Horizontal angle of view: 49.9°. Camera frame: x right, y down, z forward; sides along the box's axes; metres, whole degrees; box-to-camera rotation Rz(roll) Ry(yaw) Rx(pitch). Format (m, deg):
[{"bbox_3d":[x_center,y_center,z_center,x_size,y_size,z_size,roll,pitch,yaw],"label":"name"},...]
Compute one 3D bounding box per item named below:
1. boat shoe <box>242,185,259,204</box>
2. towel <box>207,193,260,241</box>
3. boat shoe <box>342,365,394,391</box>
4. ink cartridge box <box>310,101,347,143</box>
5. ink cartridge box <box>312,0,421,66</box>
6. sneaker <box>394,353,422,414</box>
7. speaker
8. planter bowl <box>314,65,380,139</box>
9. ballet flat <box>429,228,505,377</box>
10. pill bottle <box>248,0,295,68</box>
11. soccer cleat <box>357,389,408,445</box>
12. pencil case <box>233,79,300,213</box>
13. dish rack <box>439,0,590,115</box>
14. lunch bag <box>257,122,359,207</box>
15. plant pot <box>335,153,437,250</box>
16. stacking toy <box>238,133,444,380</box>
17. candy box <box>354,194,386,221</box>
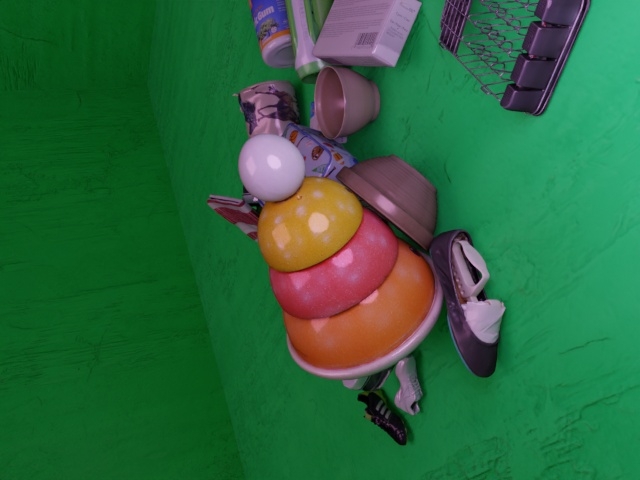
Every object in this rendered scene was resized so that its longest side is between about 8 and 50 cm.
[{"bbox_3d":[-0.076,-0.153,1.818,0.306,0.113,0.104,-4,88,36],"label":"boat shoe"},{"bbox_3d":[-0.160,-0.016,1.959,0.037,0.329,0.237,-57,30,-13],"label":"towel"},{"bbox_3d":[0.156,0.214,1.536,0.301,0.102,0.108,-65,26,16],"label":"boat shoe"},{"bbox_3d":[0.020,-0.300,1.741,0.122,0.052,0.088,-143,50,-57],"label":"ink cartridge box"},{"bbox_3d":[0.111,-0.501,1.451,0.296,0.066,0.261,31,100,61],"label":"ink cartridge box"},{"bbox_3d":[0.203,0.321,1.530,0.061,0.054,0.152,32,133,50],"label":"sneaker"},{"bbox_3d":[-0.020,-0.538,1.663,0.131,0.131,0.296,163,98,-67],"label":"speaker"},{"bbox_3d":[0.067,-0.314,1.555,0.162,0.109,0.162,172,90,-66],"label":"planter bowl"},{"bbox_3d":[0.271,0.104,1.244,0.096,0.095,0.280,-41,59,49],"label":"ballet flat"},{"bbox_3d":[-0.108,-0.608,1.813,0.152,0.152,0.271,137,121,-63],"label":"pill bottle"},{"bbox_3d":[0.148,0.428,1.652,0.179,0.072,0.060,-128,37,-50],"label":"soccer cleat"},{"bbox_3d":[-0.136,-0.243,1.976,0.184,0.160,0.410,-4,94,40],"label":"pencil case"},{"bbox_3d":[0.285,-0.348,1.090,0.271,0.074,0.208,-118,32,-43],"label":"dish rack"},{"bbox_3d":[-0.038,-0.130,1.607,0.243,0.115,0.303,-65,31,14],"label":"lunch bag"},{"bbox_3d":[0.154,-0.092,1.364,0.109,0.237,0.237,-50,35,4],"label":"plant pot"},{"bbox_3d":[0.000,0.000,1.299,0.479,0.351,0.350,58,172,-33],"label":"stacking toy"},{"bbox_3d":[0.085,0.015,1.647,0.183,0.088,0.316,-170,73,-65],"label":"candy box"}]
